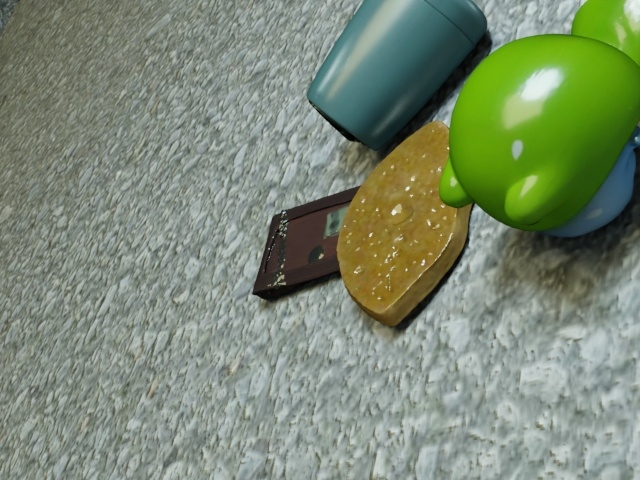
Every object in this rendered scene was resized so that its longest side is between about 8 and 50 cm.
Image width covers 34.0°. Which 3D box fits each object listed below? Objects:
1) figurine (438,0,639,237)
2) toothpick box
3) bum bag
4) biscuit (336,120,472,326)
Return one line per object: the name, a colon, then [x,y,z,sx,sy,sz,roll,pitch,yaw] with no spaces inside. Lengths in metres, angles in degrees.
figurine: [0.204,-0.114,0.812,0.263,0.143,0.162,-48,34,-13]
toothpick box: [0.073,-0.187,1.079,0.184,0.120,0.120,-51,30,8]
bum bag: [0.000,0.000,1.080,0.159,0.026,0.109,-17,45,38]
biscuit: [0.079,-0.017,0.970,0.142,0.029,0.220,-14,48,37]
